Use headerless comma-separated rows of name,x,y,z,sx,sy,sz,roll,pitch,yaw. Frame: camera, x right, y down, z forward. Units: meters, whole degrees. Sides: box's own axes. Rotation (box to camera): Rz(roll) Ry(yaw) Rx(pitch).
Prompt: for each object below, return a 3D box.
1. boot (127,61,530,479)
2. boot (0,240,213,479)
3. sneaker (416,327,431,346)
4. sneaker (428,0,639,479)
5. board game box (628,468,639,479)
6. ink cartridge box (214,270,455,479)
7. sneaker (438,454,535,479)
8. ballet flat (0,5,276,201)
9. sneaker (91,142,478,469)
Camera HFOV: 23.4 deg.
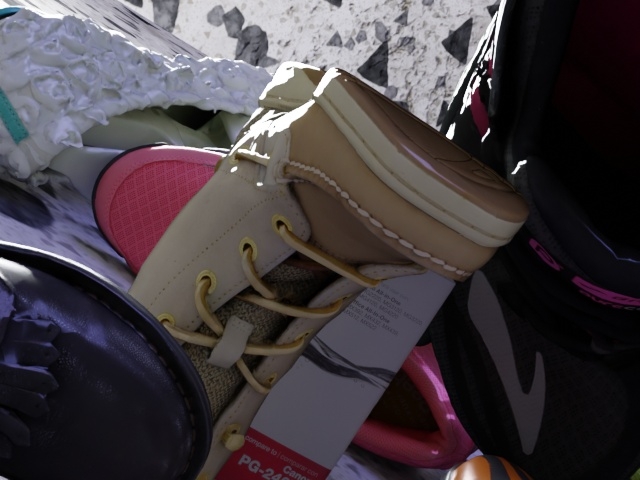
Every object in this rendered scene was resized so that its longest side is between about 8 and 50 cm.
boot,-0.026,0.029,0.645,0.095,0.203,0.262,36,0,-18
boot,-0.158,0.050,0.476,0.263,0.091,0.229,29,13,-9
sneaker,0.106,0.005,0.995,0.106,0.078,0.234,21,28,5
sneaker,0.127,-0.026,0.722,0.185,0.483,0.202,17,46,12
board game box,0.244,0.187,1.072,0.347,0.056,0.208,42,20,-31
ink cartridge box,-0.004,0.052,0.805,0.063,0.150,0.109,32,8,-16
sneaker,0.158,0.153,0.684,0.124,0.180,0.321,32,12,-25
ballet flat,-0.122,-0.068,1.176,0.147,0.147,0.409,39,16,28
sneaker,-0.015,0.038,0.997,0.313,0.116,0.136,35,9,2
